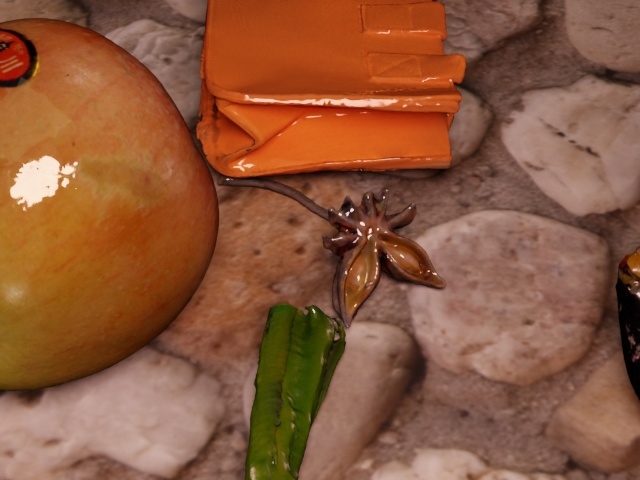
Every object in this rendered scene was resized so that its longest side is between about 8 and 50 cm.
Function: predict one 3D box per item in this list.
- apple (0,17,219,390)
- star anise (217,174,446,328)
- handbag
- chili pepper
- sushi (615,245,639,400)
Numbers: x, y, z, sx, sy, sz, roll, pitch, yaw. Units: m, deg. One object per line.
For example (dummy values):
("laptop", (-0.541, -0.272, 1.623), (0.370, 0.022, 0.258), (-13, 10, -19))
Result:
("apple", (-0.280, -0.028, 1.095), (0.338, 0.338, 0.305), (30, 57, 29))
("star anise", (0.000, 0.000, 1.275), (0.148, 0.218, 0.227), (-58, 17, -8))
("handbag", (0.007, -0.232, 1.423), (0.303, 0.116, 0.410), (0, 39, -3))
("chili pepper", (-0.050, 0.197, 1.044), (0.085, 0.076, 0.359), (26, 46, -7))
("sushi", (0.375, 0.056, 1.071), (0.213, 0.200, 0.204), (-1, 37, -6))
